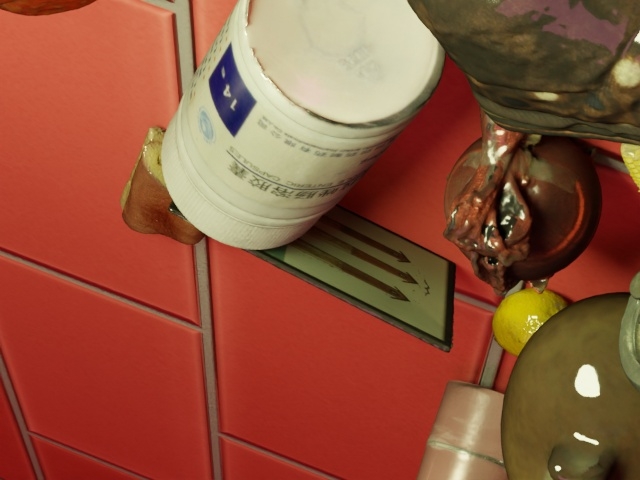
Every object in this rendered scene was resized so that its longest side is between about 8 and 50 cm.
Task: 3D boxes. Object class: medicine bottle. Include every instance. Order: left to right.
[{"bbox_3d":[-0.027,-0.127,1.635,0.190,0.190,0.332,28,154,-7],"label":"medicine bottle"}]

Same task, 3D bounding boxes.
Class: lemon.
[{"bbox_3d":[0.242,0.094,1.951,0.082,0.082,0.111,38,152,-26],"label":"lemon"}]

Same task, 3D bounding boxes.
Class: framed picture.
[{"bbox_3d":[0.000,0.000,1.865,0.324,0.244,0.013,26,111,-5],"label":"framed picture"}]

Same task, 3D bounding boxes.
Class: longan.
[{"bbox_3d":[0.308,0.190,1.810,0.243,0.300,0.300,12,152,18],"label":"longan"}]

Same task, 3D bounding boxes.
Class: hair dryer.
[{"bbox_3d":[0.183,0.317,2.319,0.125,0.210,0.352,19,169,0],"label":"hair dryer"}]

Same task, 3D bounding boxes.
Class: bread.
[{"bbox_3d":[-0.176,-0.054,2.044,0.119,0.067,0.192,34,153,-2],"label":"bread"}]

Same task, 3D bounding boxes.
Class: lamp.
[{"bbox_3d":[0.196,-0.054,1.636,0.151,0.215,0.223,9,176,2],"label":"lamp"}]

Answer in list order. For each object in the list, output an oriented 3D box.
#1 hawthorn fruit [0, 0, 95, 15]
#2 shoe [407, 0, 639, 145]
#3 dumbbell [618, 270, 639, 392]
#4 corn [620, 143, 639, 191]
[{"bbox_3d":[-0.240,-0.275,1.458,0.210,0.262,0.210,18,151,10],"label":"hawthorn fruit"},{"bbox_3d":[0.243,-0.181,1.320,0.384,0.171,0.237,11,157,42],"label":"shoe"},{"bbox_3d":[0.452,0.123,1.607,0.406,0.179,0.179,27,155,-20],"label":"dumbbell"},{"bbox_3d":[0.345,-0.049,1.611,0.165,0.063,0.085,42,157,-29],"label":"corn"}]
